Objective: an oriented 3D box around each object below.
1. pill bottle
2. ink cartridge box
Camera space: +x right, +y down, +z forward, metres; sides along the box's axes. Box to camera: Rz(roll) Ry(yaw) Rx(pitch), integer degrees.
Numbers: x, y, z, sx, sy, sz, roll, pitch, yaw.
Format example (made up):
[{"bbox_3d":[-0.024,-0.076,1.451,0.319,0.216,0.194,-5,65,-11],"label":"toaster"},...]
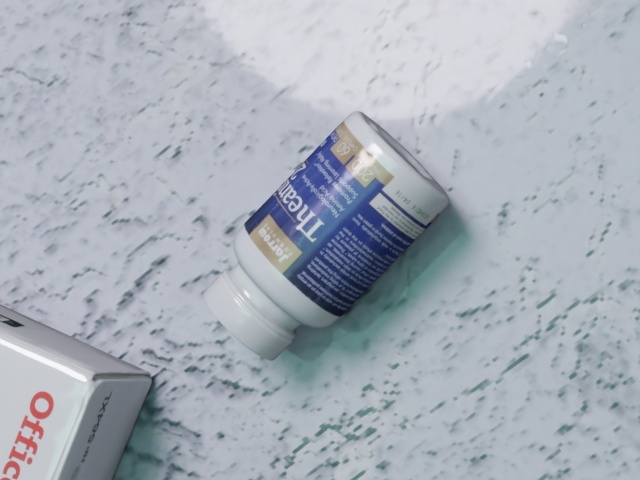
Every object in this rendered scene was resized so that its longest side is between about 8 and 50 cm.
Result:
[{"bbox_3d":[0.000,0.000,0.867,0.120,0.067,0.067,-46,75,8],"label":"pill bottle"},{"bbox_3d":[-0.211,0.098,0.910,0.203,0.086,0.148,23,93,16],"label":"ink cartridge box"}]
